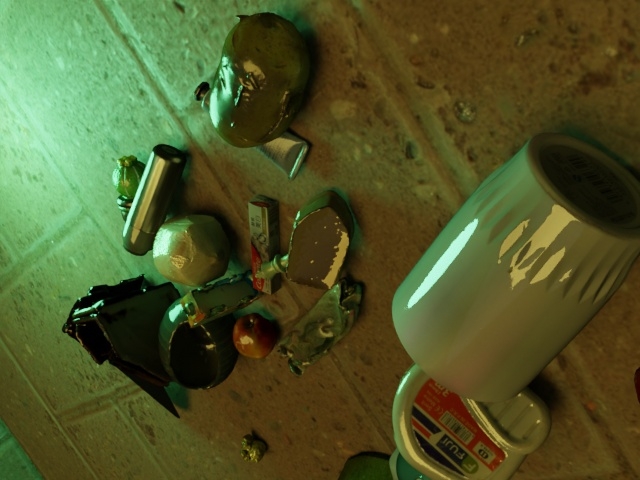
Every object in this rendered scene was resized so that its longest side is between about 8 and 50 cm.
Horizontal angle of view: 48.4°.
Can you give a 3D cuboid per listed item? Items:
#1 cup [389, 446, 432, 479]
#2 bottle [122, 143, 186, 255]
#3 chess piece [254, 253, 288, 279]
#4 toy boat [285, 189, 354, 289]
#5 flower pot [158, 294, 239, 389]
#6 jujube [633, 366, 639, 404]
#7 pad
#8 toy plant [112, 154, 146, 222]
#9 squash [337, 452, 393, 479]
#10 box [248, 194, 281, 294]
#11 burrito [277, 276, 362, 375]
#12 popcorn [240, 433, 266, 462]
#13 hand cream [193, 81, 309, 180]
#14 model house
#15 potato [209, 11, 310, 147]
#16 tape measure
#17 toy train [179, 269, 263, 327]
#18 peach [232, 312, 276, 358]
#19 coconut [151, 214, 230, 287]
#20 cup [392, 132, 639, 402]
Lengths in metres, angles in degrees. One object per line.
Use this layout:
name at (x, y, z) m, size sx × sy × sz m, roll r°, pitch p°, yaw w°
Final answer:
cup at (0.231, 0.454, 1.417) m, size 0.173 × 0.167 × 0.300 m, roll -18°, pitch 86°, yaw 57°
bottle at (-0.362, -0.085, 1.563) m, size 0.079 × 0.096 × 0.254 m, roll 42°, pitch 116°, yaw 37°
chess piece at (-0.077, 0.045, 1.445) m, size 0.149 × 0.059 × 0.059 m, roll -26°, pitch 99°, yaw 27°
toy boat at (0.000, 0.000, 1.341) m, size 0.116 × 0.061 × 0.188 m, roll 14°, pitch 111°, yaw 3°
flower pot at (-0.284, 0.236, 1.672) m, size 0.189 × 0.157 × 0.243 m, roll 3°, pitch 117°, yaw -2°
jujube at (0.574, 0.268, 1.022) m, size 0.255 × 0.190 × 0.190 m, roll 55°, pitch 139°, yaw 22°
pad at (-0.522, 0.360, 2.048) m, size 0.375 × 0.063 × 0.315 m, roll 31°, pitch 149°, yaw 27°
toy plant at (-0.424, -0.115, 1.630) m, size 0.092 × 0.093 × 0.162 m, roll 13°, pitch 124°, yaw 33°
squash at (0.096, 0.680, 1.556) m, size 0.310 × 0.309 × 0.310 m, roll 21°, pitch 128°, yaw 29°
box at (-0.116, 0.012, 1.497) m, size 0.055 × 0.039 × 0.218 m, roll 20°, pitch 127°, yaw 27°
burrito at (0.003, 0.184, 1.491) m, size 0.096 × 0.066 × 0.309 m, roll 47°, pitch 133°, yaw 9°
popcorn at (-0.180, 0.545, 1.872) m, size 0.083 × 0.068 × 0.059 m, roll 61°, pitch 175°, yaw -7°
hand cream at (-0.136, -0.216, 1.361) m, size 0.256 × 0.055 × 0.088 m, roll 37°, pitch 123°, yaw 12°
model house at (-0.497, 0.246, 1.788) m, size 0.282 × 0.317 × 0.297 m, roll -4°, pitch 101°, yaw 36°
potato at (-0.109, -0.268, 1.235) m, size 0.169 × 0.143 × 0.248 m, roll 46°, pitch 130°, yaw 17°
tape measure at (0.254, 0.300, 1.264) m, size 0.258 × 0.130 × 0.265 m, roll 41°, pitch 94°, yaw 8°
toy train at (-0.220, 0.126, 1.552) m, size 0.099 × 0.188 × 0.072 m, roll -33°, pitch 79°, yaw 52°
peach at (-0.150, 0.220, 1.618) m, size 0.100 × 0.100 × 0.101 m, roll 20°, pitch 127°, yaw 28°
coconut at (-0.274, 0.021, 1.548) m, size 0.162 × 0.161 × 0.161 m, roll 1°, pitch 117°, yaw 36°
cup at (0.285, 0.043, 1.044) m, size 0.253 × 0.253 × 0.372 m, roll 39°, pitch 132°, yaw 13°
